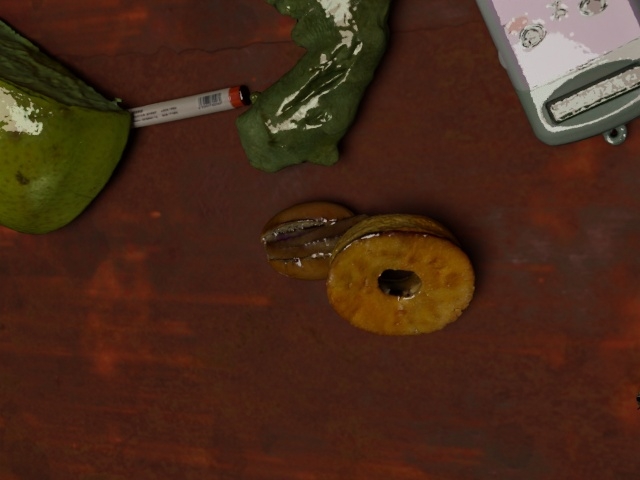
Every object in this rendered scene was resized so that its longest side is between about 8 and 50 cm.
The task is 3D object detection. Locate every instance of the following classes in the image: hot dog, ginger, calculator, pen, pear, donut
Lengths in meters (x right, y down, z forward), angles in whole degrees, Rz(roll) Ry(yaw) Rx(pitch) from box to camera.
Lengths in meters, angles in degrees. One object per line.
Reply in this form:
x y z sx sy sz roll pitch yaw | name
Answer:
0.000 0.002 0.947 0.140 0.060 0.090 -2 105 17 | hot dog
-0.001 -0.200 0.894 0.137 0.089 0.290 15 112 0 | ginger
0.233 -0.203 0.815 0.141 0.045 0.246 -22 93 25 | calculator
-0.180 -0.149 1.008 0.218 0.026 0.026 -7 98 24 | pen
-0.395 -0.118 1.044 0.288 0.139 0.239 36 123 18 | pear
0.080 0.033 0.892 0.151 0.058 0.152 -2 127 -2 | donut

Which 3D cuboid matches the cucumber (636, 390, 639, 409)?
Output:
0.366 0.192 0.850 0.135 0.034 0.033 40 108 10 | cucumber
